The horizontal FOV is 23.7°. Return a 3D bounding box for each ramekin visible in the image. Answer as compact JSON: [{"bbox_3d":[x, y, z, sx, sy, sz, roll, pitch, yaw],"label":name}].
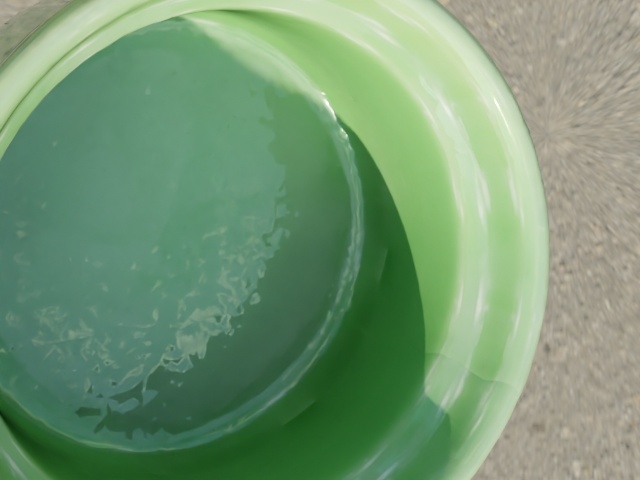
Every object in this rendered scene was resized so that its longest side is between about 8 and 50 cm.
[{"bbox_3d":[-0.056,0.009,0.727,0.303,0.148,0.303,-6,104,-26],"label":"ramekin"}]
